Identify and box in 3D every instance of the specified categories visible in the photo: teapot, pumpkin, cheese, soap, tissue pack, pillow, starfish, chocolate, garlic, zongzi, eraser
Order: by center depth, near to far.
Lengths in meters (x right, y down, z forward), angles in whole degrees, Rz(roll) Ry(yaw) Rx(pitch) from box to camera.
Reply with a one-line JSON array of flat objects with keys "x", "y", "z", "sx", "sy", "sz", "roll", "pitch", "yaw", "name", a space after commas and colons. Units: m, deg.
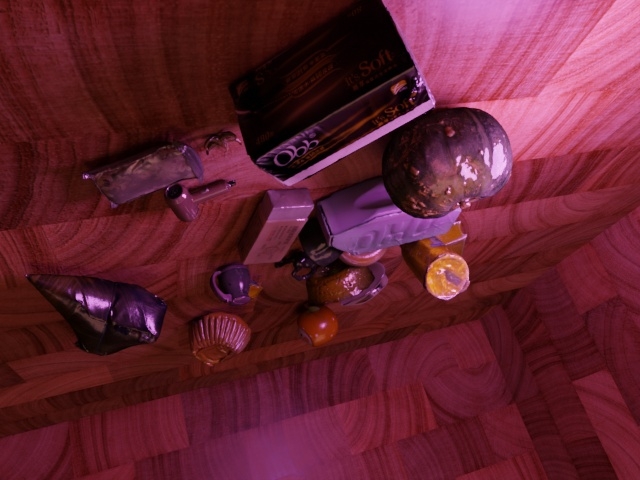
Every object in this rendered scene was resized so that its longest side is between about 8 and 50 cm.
[{"x": 0.029, "y": -0.286, "z": 1.069, "sx": 0.369, "sy": 0.210, "sz": 0.198, "roll": -27, "pitch": 152, "yaw": 18, "name": "tissue pack"}, {"x": -0.400, "y": -0.160, "z": 1.220, "sx": 0.254, "sy": 0.059, "sz": 0.169, "roll": -18, "pitch": 156, "yaw": 3, "name": "pillow"}, {"x": -0.225, "y": -0.228, "z": 1.235, "sx": 0.091, "sy": 0.028, "sz": 0.078, "roll": -9, "pitch": 161, "yaw": -27, "name": "starfish"}, {"x": 0.324, "y": -0.203, "z": 1.401, "sx": 0.327, "sy": 0.258, "sz": 0.291, "roll": -20, "pitch": 170, "yaw": -7, "name": "pumpkin"}, {"x": -0.146, "y": -0.037, "z": 1.649, "sx": 0.143, "sy": 0.078, "sz": 0.343, "roll": -5, "pitch": 152, "yaw": -28, "name": "eraser"}, {"x": -0.771, "y": 0.231, "z": 1.700, "sx": 0.432, "sy": 0.208, "sz": 0.403, "roll": 26, "pitch": 144, "yaw": -35, "name": "zongzi"}, {"x": 0.212, "y": -0.086, "z": 1.707, "sx": 0.445, "sy": 0.156, "sz": 0.261, "roll": -13, "pitch": 156, "yaw": -11, "name": "soap"}, {"x": 0.355, "y": 0.047, "z": 1.862, "sx": 0.162, "sy": 0.162, "sz": 0.445, "roll": -16, "pitch": -159, "yaw": -6, "name": "chocolate"}, {"x": -0.305, "y": 0.158, "z": 1.872, "sx": 0.116, "sy": 0.146, "sz": 0.148, "roll": -24, "pitch": 156, "yaw": 13, "name": "teapot"}, {"x": 0.160, "y": 0.005, "z": 1.929, "sx": 0.244, "sy": 0.145, "sz": 0.164, "roll": -20, "pitch": 126, "yaw": -3, "name": "garlic"}, {"x": -0.320, "y": 0.208, "z": 2.071, "sx": 0.176, "sy": 0.069, "sz": 0.270, "roll": -4, "pitch": 163, "yaw": -25, "name": "cheese"}, {"x": 0.514, "y": 0.036, "z": 2.276, "sx": 0.199, "sy": 0.091, "sz": 0.315, "roll": -18, "pitch": 156, "yaw": 2, "name": "soap"}]

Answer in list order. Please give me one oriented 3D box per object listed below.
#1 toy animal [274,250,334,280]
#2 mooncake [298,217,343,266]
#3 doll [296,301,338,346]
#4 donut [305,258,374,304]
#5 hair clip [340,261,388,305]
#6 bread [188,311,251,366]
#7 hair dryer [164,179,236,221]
[{"x": -0.060, "y": 0.076, "z": 1.981, "sx": 0.232, "sy": 0.085, "sz": 0.148, "roll": 1, "pitch": 139, "yaw": -35, "name": "toy animal"}, {"x": 0.000, "y": 0.000, "z": 1.790, "sx": 0.104, "sy": 0.168, "sz": 0.175, "roll": -36, "pitch": -175, "yaw": 15, "name": "mooncake"}, {"x": -0.024, "y": 0.380, "z": 2.550, "sx": 0.213, "sy": 0.213, "sz": 0.236, "roll": -20, "pitch": 114, "yaw": 3, "name": "doll"}, {"x": 0.062, "y": 0.140, "z": 2.033, "sx": 0.271, "sy": 0.107, "sz": 0.272, "roll": -20, "pitch": -163, "yaw": 7, "name": "donut"}, {"x": 0.168, "y": 0.177, "z": 2.267, "sx": 0.281, "sy": 0.173, "sz": 0.113, "roll": -24, "pitch": 151, "yaw": -18, "name": "hair clip"}, {"x": -0.437, "y": 0.422, "z": 2.293, "sx": 0.273, "sy": 0.149, "sz": 0.274, "roll": -1, "pitch": 137, "yaw": -1, "name": "bread"}, {"x": -0.305, "y": -0.122, "z": 1.381, "sx": 0.181, "sy": 0.064, "sz": 0.117, "roll": -24, "pitch": 156, "yaw": -6, "name": "hair dryer"}]
